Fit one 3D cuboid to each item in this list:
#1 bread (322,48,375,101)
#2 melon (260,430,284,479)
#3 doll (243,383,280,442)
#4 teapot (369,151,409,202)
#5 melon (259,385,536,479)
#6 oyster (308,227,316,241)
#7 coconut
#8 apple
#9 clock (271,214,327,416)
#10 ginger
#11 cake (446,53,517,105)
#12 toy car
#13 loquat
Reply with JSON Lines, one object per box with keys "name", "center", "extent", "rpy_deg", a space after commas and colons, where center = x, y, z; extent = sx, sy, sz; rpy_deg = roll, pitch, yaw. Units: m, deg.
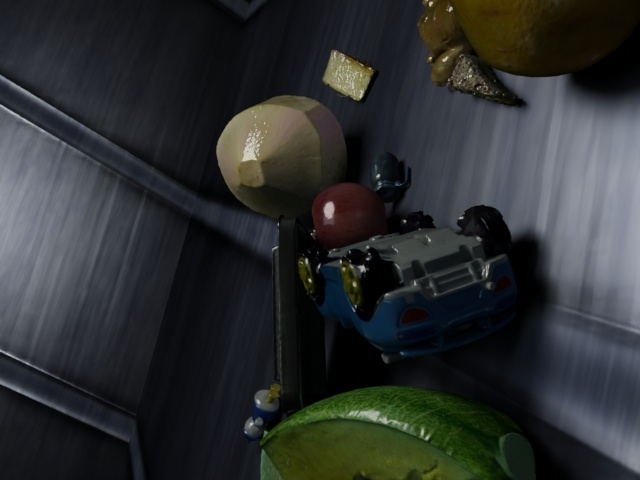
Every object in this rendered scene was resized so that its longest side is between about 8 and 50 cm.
{"name": "bread", "center": [0.056, -0.338, 1.323], "extent": [0.109, 0.080, 0.084], "rpy_deg": [-113, 42, -63]}
{"name": "melon", "center": [-0.049, 0.435, 1.049], "extent": [0.114, 0.053, 0.262], "rpy_deg": [-33, 45, 33]}
{"name": "doll", "center": [-0.116, 0.343, 1.249], "extent": [0.099, 0.058, 0.143], "rpy_deg": [-67, 2, -68]}
{"name": "teapot", "center": [0.114, -0.105, 1.052], "extent": [0.049, 0.063, 0.083], "rpy_deg": [82, -174, -55]}
{"name": "melon", "center": [0.091, 0.214, 0.683], "extent": [0.323, 0.196, 0.124], "rpy_deg": [-33, 57, 50]}
{"name": "oyster", "center": [-0.007, 0.000, 1.202], "extent": [0.051, 0.103, 0.148], "rpy_deg": [63, 168, 2]}
{"name": "coconut", "center": [-0.076, -0.160, 1.257], "extent": [0.259, 0.259, 0.259], "rpy_deg": [-51, 29, 44]}
{"name": "apple", "center": [0.049, -0.017, 1.001], "extent": [0.153, 0.120, 0.153], "rpy_deg": [-6, -90, -88]}
{"name": "clock", "center": [-0.032, 0.118, 0.972], "extent": [0.273, 0.049, 0.279], "rpy_deg": [55, -148, -76]}
{"name": "ginger", "center": [0.208, -0.330, 0.929], "extent": [0.205, 0.081, 0.115], "rpy_deg": [-53, 34, 45]}
{"name": "cake", "center": [0.214, -0.202, 0.854], "extent": [0.055, 0.051, 0.140], "rpy_deg": [-60, 22, 28]}
{"name": "toy car", "center": [0.099, 0.060, 0.786], "extent": [0.314, 0.198, 0.166], "rpy_deg": [180, 75, -70]}
{"name": "loquat", "center": [0.241, -0.280, 0.637], "extent": [0.246, 0.213, 0.213], "rpy_deg": [145, 139, -73]}
